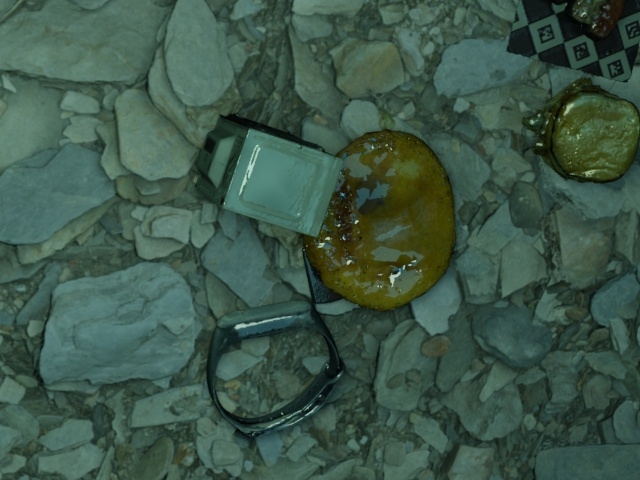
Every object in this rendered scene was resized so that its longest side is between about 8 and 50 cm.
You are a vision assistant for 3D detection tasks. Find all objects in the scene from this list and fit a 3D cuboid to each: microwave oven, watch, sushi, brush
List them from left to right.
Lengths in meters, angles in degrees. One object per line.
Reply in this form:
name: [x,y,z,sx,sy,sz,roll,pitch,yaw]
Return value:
microwave oven: [-0.076,-0.097,1.803,0.162,0.208,0.122,18,95,-18]
watch: [-0.067,0.190,1.937,0.206,0.068,0.192,-11,106,-10]
brush: [0.000,0.000,1.945,0.063,0.016,0.193,-14,104,-14]
sushi: [0.417,-0.373,1.978,0.220,0.047,0.231,12,97,-18]

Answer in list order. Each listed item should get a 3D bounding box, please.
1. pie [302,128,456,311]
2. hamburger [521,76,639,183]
pie: [0.091,-0.031,1.928,0.274,0.069,0.273,-3,97,-21]
hamburger: [0.391,-0.166,1.973,0.185,0.131,0.159,11,106,-11]
